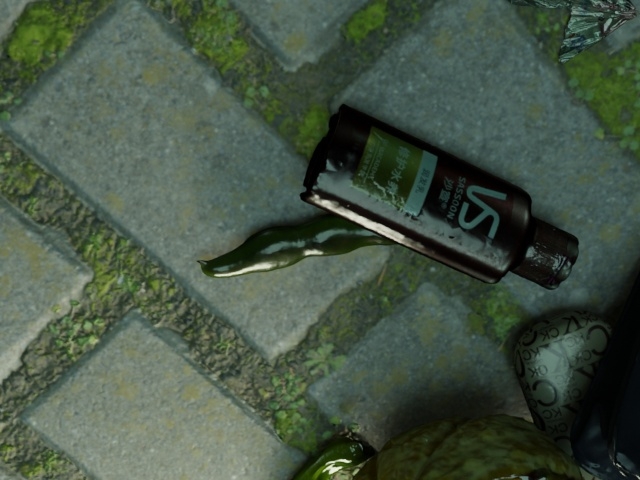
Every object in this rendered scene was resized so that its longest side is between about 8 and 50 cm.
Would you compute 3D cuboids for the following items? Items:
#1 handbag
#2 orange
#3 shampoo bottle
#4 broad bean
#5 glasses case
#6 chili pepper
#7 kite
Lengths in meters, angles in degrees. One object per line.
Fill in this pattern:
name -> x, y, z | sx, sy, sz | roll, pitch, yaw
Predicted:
handbag -> 0.490, 0.176, 1.258 | 0.303, 0.122, 0.329 | 28, 80, -8
orange -> 0.152, 0.346, 1.324 | 0.271, 0.210, 0.368 | 31, 111, -32
shampoo bottle -> 0.144, -0.037, 1.228 | 0.323, 0.084, 0.129 | 25, 72, -12
broad bean -> -0.001, -0.001, 1.266 | 0.298, 0.043, 0.060 | -10, 122, 0
glasses case -> 0.353, 0.251, 1.363 | 0.137, 0.085, 0.354 | -23, 110, 2
chili pepper -> -0.010, 0.321, 1.393 | 0.052, 0.050, 0.201 | 30, 110, -31
kite -> 0.285, -0.265, 1.193 | 0.157, 0.011, 0.139 | 4, 109, -6
